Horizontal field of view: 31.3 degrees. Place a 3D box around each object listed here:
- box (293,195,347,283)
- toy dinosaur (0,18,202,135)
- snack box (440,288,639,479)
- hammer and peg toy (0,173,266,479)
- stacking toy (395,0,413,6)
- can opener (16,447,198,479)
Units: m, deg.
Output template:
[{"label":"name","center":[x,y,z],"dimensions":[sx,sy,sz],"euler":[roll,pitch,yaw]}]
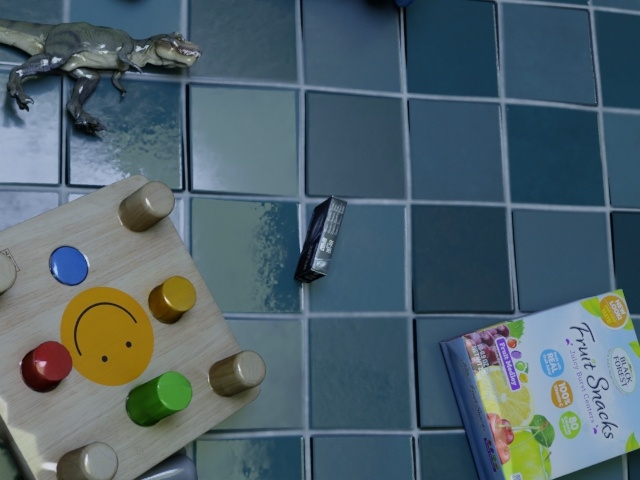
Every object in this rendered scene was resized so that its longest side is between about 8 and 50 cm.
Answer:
[{"label":"box","center":[0.000,0.000,1.197],"dimensions":[0.018,0.067,0.083],"euler":[20,76,-13]},{"label":"toy dinosaur","center":[-0.260,-0.179,1.154],"dimensions":[0.268,0.064,0.118],"euler":[11,71,-13]},{"label":"snack box","center":[0.255,0.163,1.248],"dimensions":[0.207,0.070,0.174],"euler":[-15,85,-21]},{"label":"hammer and peg toy","center":[-0.239,0.102,1.014],"dimensions":[0.361,0.127,0.266],"euler":[-28,90,-41]},{"label":"stacking toy","center":[-0.025,-0.349,1.221],"dimensions":[0.301,0.166,0.175],"euler":[1,92,-6]},{"label":"can opener","center":[-0.256,0.270,1.081],"dimensions":[0.283,0.076,0.095],"euler":[-13,117,-19]}]
